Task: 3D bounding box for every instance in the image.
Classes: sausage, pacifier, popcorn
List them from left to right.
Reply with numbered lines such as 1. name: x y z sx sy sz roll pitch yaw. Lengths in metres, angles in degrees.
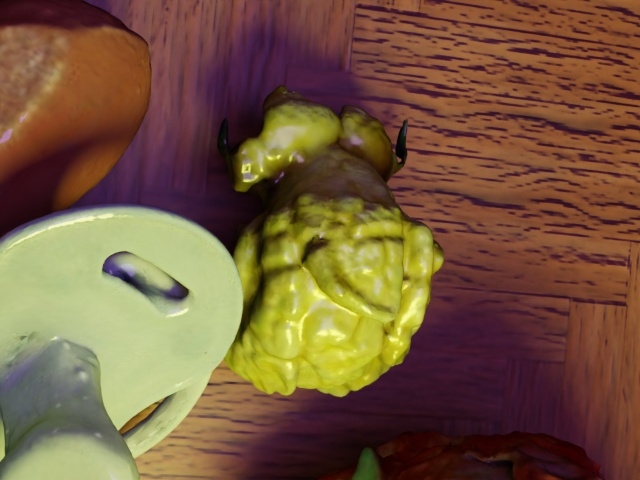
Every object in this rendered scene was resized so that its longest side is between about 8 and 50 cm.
1. sausage: -0.220 -0.062 1.041 0.148 0.148 0.254 46 76 -15
2. pacifier: -0.152 0.113 1.008 0.279 0.207 0.227 -40 132 14
3. popcorn: 0.000 0.007 1.123 0.174 0.168 0.195 -9 57 -9

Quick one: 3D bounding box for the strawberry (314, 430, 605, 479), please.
1. strawberry: 0.123 0.259 1.112 0.310 0.292 0.291 -3 93 -46
